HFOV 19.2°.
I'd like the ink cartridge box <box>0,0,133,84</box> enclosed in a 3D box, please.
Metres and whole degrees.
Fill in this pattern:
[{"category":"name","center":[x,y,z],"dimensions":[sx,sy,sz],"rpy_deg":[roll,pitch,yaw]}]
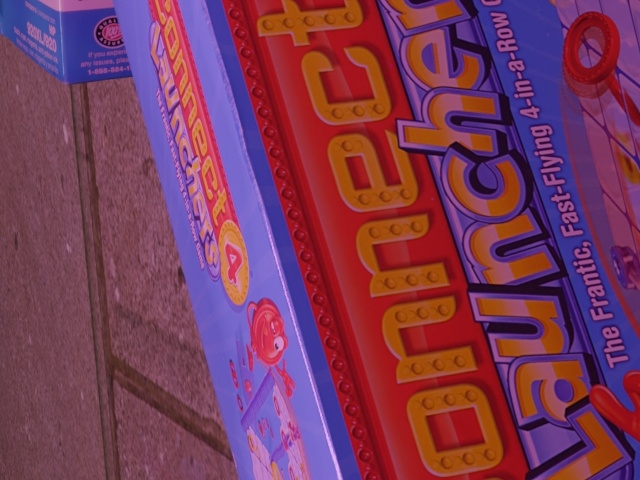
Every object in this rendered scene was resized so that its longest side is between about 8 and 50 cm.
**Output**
[{"category":"ink cartridge box","center":[-0.130,-0.249,1.329],"dimensions":[0.168,0.171,0.232],"rpy_deg":[-142,47,-60]}]

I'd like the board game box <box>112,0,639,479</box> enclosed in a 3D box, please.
[{"category":"board game box","center":[0.110,-0.004,0.639],"dimensions":[0.086,0.302,0.308],"rpy_deg":[123,134,-59]}]
